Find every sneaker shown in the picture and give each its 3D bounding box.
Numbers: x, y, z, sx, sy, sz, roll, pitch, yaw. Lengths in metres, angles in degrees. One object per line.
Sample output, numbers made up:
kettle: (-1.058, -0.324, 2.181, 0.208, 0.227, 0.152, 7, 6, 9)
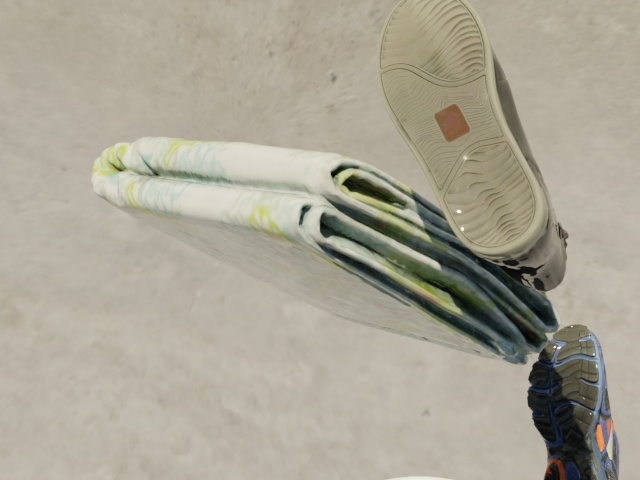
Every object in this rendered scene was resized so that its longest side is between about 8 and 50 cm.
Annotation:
sneaker: (0.107, -0.068, 0.750, 0.083, 0.118, 0.222, -22, 63, 15)
sneaker: (0.274, 0.198, 1.119, 0.083, 0.087, 0.221, 0, 92, 36)

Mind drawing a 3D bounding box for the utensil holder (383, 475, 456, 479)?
utensil holder: (0.110, 0.476, 1.127, 0.327, 0.385, 0.328, -3, 56, 4)

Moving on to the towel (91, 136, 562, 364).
towel: (0.000, 0.000, 0.991, 0.320, 0.374, 0.090, 31, 77, -36)
